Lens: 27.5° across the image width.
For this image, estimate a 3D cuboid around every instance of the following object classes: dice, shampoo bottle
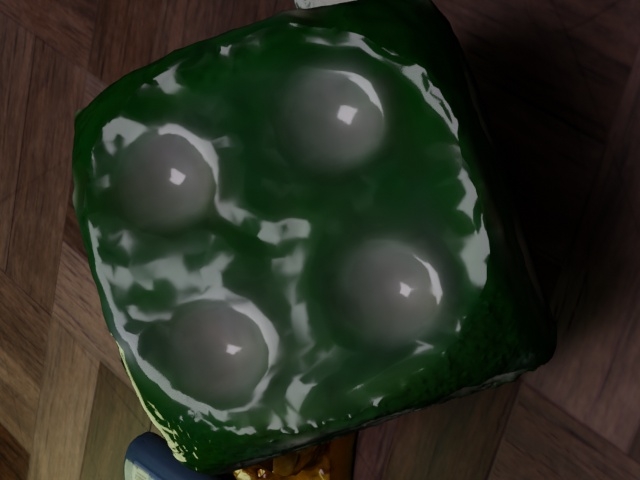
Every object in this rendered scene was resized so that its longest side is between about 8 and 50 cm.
[{"bbox_3d":[0.000,0.000,0.982,0.297,0.287,0.300,-18,84,8],"label":"dice"},{"bbox_3d":[-0.116,0.303,1.415,0.258,0.061,0.104,25,127,41],"label":"shampoo bottle"}]

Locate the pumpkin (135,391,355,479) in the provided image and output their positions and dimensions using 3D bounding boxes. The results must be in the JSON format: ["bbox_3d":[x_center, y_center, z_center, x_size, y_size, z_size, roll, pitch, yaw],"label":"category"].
[{"bbox_3d":[-0.070,0.178,1.243,0.139,0.190,0.280,21,115,41],"label":"pumpkin"}]

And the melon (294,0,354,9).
[{"bbox_3d":[0.050,-0.190,1.145,0.114,0.053,0.261,-31,81,27],"label":"melon"}]
